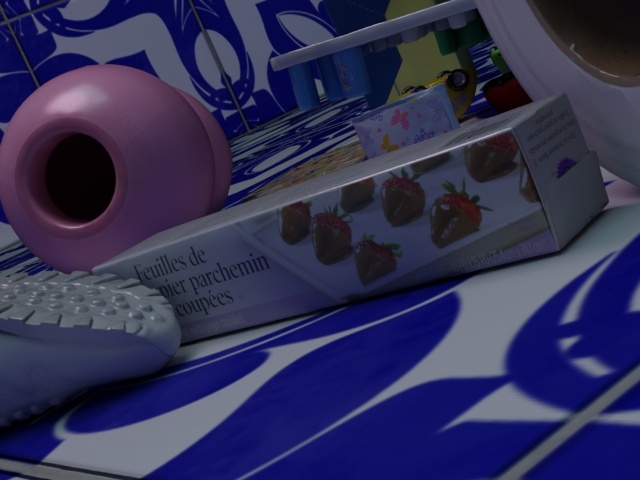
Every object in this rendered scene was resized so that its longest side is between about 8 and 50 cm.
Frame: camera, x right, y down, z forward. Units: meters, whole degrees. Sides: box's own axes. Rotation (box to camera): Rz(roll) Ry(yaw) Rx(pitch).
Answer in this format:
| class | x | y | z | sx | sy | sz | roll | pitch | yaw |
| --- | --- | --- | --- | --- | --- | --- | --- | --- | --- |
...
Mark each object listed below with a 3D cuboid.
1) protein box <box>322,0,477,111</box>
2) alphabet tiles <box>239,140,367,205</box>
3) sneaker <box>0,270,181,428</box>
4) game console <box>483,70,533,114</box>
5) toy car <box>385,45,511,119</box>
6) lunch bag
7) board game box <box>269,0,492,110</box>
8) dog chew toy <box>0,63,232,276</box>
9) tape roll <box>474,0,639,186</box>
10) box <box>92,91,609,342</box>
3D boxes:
| class | x | y | z | sx | sy | sz | roll | pitch | yaw |
| --- | --- | --- | --- | --- | --- | --- | --- | --- | --- |
| protein box | 0.112 | -0.285 | 1.601 | 0.136 | 0.200 | 0.201 | -22 | 9 | 15 |
| alphabet tiles | 0.002 | -0.083 | 1.331 | 0.198 | 0.009 | 0.237 | -17 | 11 | 38 |
| sneaker | -0.191 | 0.073 | 0.692 | 0.235 | 0.095 | 0.090 | -1 | 11 | 17 |
| game console | 0.203 | -0.151 | 0.902 | 0.144 | 0.085 | 0.124 | -21 | -25 | 24 |
| toy car | 0.207 | -0.185 | 1.238 | 0.239 | 0.053 | 0.225 | -19 | 10 | 29 |
| lunch bag | 0.075 | -0.076 | 0.877 | 0.053 | 0.071 | 0.083 | -26 | 6 | -40 |
| board game box | 0.211 | -0.207 | 0.986 | 0.389 | 0.050 | 0.390 | -13 | 10 | 30 |
| dog chew toy | -0.184 | -0.071 | 1.185 | 0.206 | 0.207 | 0.332 | -22 | 0 | 14 |
| tape roll | 0.185 | -0.163 | 0.526 | 0.169 | 0.246 | 0.246 | -26 | 9 | -15 |
| box | 0.000 | 0.000 | 0.647 | 0.324 | 0.063 | 0.067 | -17 | 10 | 41 |
